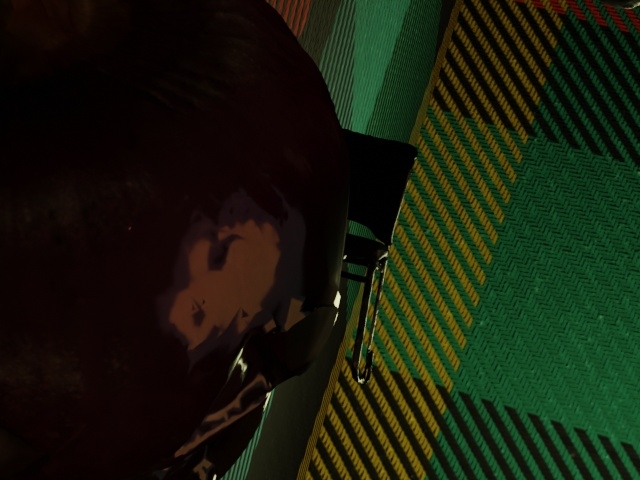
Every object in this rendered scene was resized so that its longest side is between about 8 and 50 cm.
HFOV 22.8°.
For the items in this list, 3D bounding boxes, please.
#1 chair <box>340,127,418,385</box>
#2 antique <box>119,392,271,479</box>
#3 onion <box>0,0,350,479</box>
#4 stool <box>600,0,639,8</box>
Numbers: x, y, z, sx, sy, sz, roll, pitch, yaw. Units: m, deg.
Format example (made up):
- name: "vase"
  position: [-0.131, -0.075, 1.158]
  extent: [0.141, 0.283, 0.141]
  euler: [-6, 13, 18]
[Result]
- name: "chair"
  position: [0.000, 0.000, 1.366]
  extent: [0.145, 0.140, 0.221]
  euler: [61, 45, -82]
- name: "antique"
  position: [-0.093, 0.078, 0.897]
  extent: [0.257, 0.121, 0.143]
  euler: [-75, -171, -74]
- name: "onion"
  position: [-0.079, -0.013, 0.535]
  extent: [0.207, 0.200, 0.201]
  euler: [-70, 175, -75]
- name: "stool"
  position: [0.185, -0.380, 1.280]
  extent: [0.310, 0.310, 0.226]
  euler: [93, 22, -59]
